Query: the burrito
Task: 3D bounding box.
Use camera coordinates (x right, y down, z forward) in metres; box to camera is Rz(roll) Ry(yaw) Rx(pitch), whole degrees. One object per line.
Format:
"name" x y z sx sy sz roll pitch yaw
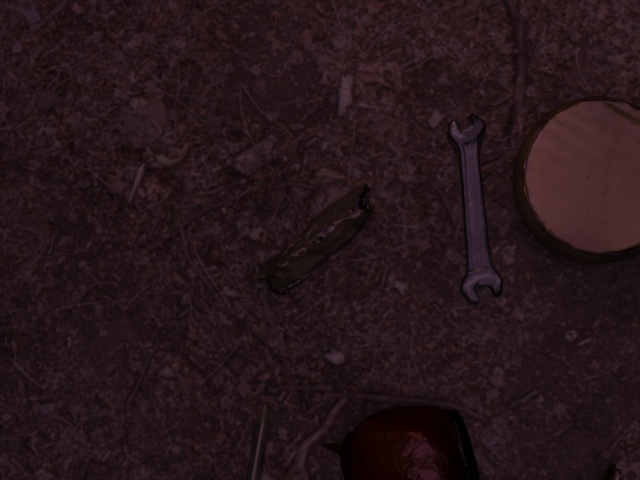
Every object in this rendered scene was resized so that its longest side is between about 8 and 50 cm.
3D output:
"burrito" -0.002 -0.002 1.868 0.229 0.058 0.063 -42 80 -2

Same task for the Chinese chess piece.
"Chinese chess piece" 0.426 -0.093 1.819 0.257 0.104 0.257 0 86 3

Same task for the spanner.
"spanner" 0.242 -0.050 1.873 0.071 0.017 0.302 -7 87 3

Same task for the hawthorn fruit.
"hawthorn fruit" 0.118 0.329 1.780 0.251 0.189 0.190 11 87 13

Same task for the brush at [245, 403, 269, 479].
"brush" -0.113 0.406 1.863 0.039 0.042 0.299 8 83 5

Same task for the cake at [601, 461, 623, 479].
"cake" 0.451 0.462 1.789 0.116 0.086 0.220 24 88 6
